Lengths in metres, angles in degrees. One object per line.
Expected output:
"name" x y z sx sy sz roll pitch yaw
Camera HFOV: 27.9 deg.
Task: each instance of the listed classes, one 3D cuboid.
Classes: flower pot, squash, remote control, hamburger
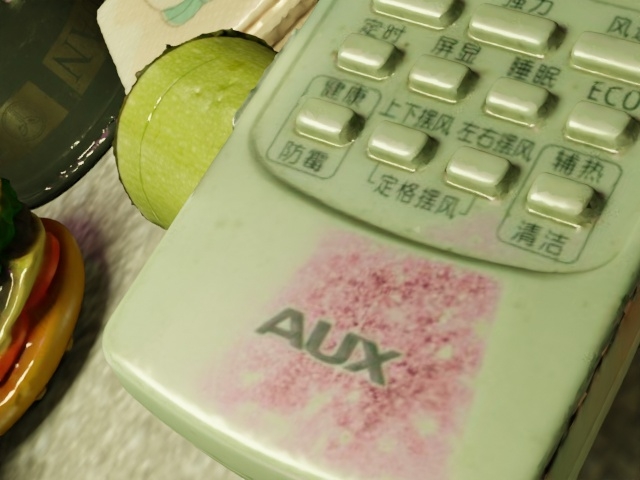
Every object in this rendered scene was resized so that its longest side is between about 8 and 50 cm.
"flower pot" -0.187 -0.109 0.790 0.157 0.107 0.157 -29 39 27
"squash" 0.000 0.000 0.483 0.094 0.094 0.224 -49 41 2
"remote control" 0.072 -0.067 0.420 0.145 0.050 0.344 20 66 25
"hamburger" -0.194 0.032 0.645 0.162 0.115 0.162 -29 41 28

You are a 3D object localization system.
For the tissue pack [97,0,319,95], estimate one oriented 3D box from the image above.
"tissue pack" 0.028 -0.182 0.637 0.325 0.071 0.170 -44 31 7
